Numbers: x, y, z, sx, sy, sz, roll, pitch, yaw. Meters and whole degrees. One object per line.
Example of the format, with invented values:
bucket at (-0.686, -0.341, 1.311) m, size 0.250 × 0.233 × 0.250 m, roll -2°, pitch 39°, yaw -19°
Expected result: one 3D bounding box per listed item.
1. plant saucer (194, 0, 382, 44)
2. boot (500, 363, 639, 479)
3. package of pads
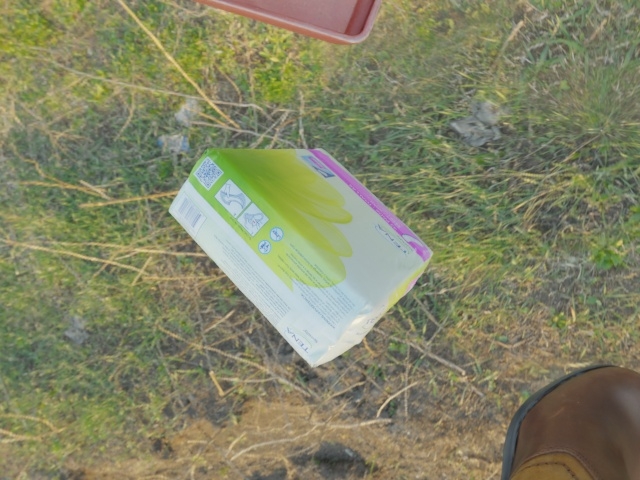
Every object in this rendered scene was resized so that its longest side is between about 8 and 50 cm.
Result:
plant saucer at (-0.049, -0.288, 0.479) m, size 0.258 × 0.048 × 0.259 m, roll 18°, pitch 72°, yaw 4°
boot at (0.178, 0.136, 0.270) m, size 0.096 × 0.264 × 0.280 m, roll 60°, pitch 154°, yaw 8°
package of pads at (0.000, 0.000, 0.653) m, size 0.229 × 0.296 × 0.101 m, roll 45°, pitch 113°, yaw 10°
